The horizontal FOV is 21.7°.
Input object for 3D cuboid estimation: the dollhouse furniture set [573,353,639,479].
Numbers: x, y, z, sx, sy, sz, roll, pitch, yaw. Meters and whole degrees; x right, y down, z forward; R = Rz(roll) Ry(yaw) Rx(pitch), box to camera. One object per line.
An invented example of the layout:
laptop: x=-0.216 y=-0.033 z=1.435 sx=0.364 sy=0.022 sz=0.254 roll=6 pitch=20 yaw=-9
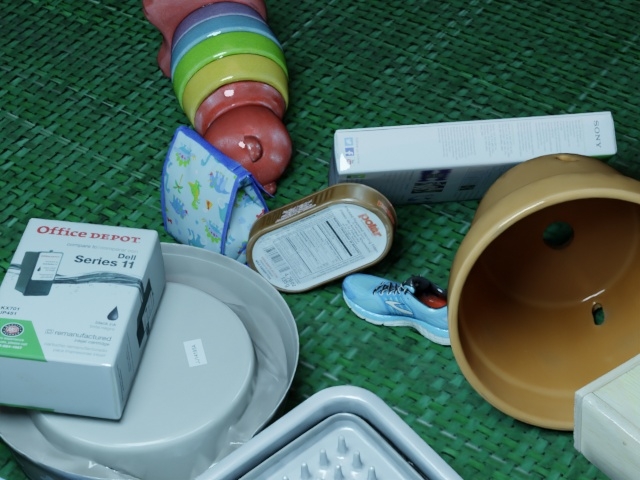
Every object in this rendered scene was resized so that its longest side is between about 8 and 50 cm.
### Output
dollhouse furniture set: x=0.359 y=0.303 z=1.432 sx=0.362 sy=0.394 sz=0.256 roll=-26 pitch=43 yaw=-23

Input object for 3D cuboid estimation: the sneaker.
sneaker: x=0.101 y=0.061 z=1.935 sx=0.162 sy=0.073 sz=0.063 roll=15 pitch=46 yaw=22

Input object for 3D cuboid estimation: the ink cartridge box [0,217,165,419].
ink cartridge box: x=-0.262 y=0.078 z=1.774 sx=0.153 sy=0.087 sz=0.208 roll=5 pitch=43 yaw=7

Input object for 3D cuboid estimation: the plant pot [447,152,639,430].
plant pot: x=0.276 y=0.033 z=1.833 sx=0.290 sy=0.291 sz=0.203 roll=-2 pitch=27 yaw=0

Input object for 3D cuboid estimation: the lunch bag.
lunch bag: x=-0.125 y=-0.052 z=2.007 sx=0.096 sy=0.151 sz=0.129 roll=-33 pitch=51 yaw=-28

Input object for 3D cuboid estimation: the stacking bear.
stacking bear: x=-0.115 y=-0.186 z=2.157 sx=0.164 sy=0.175 sz=0.289 roll=-15 pitch=54 yaw=-3

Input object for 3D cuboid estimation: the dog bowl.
dog bowl: x=-0.195 y=0.156 z=1.827 sx=0.348 sy=0.102 sz=0.349 roll=-1 pitch=44 yaw=1

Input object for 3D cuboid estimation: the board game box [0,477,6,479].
board game box: x=-0.265 y=0.346 z=1.610 sx=0.160 sy=0.039 sz=0.211 roll=29 pitch=37 yaw=-26

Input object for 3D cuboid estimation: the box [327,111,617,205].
box: x=0.172 y=-0.093 z=1.996 sx=0.322 sy=0.232 sz=0.059 roll=-3 pitch=81 yaw=-3

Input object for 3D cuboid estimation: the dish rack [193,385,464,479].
dish rack: x=-0.007 y=0.321 z=1.634 sx=0.333 sy=0.072 sz=0.285 roll=-34 pitch=56 yaw=-20

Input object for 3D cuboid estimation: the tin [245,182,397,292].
tin: x=0.000 y=0.000 z=1.948 sx=0.189 sy=0.106 sz=0.040 roll=-23 pitch=33 yaw=25
